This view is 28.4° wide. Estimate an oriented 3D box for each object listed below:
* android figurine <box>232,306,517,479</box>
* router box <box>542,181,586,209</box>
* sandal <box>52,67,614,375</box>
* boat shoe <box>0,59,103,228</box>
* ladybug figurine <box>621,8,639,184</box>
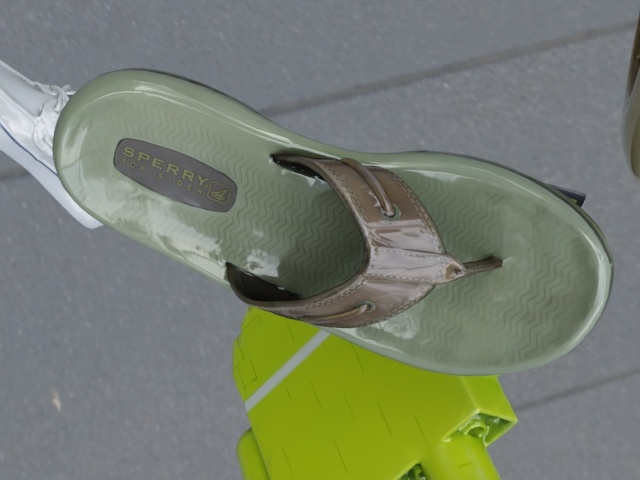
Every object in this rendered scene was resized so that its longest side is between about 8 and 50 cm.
[{"bbox_3d":[0.028,0.097,0.833,0.056,0.273,0.248,22,121,-41],"label":"android figurine"},{"bbox_3d":[0.192,-0.011,1.404,0.178,0.046,0.133,15,96,11],"label":"router box"},{"bbox_3d":[-0.002,0.001,0.650,0.302,0.086,0.120,16,108,3],"label":"sandal"},{"bbox_3d":[-0.261,-0.114,1.230,0.084,0.095,0.258,-28,139,13],"label":"boat shoe"},{"bbox_3d":[0.393,-0.259,1.172,0.161,0.305,0.450,10,112,10],"label":"ladybug figurine"}]
